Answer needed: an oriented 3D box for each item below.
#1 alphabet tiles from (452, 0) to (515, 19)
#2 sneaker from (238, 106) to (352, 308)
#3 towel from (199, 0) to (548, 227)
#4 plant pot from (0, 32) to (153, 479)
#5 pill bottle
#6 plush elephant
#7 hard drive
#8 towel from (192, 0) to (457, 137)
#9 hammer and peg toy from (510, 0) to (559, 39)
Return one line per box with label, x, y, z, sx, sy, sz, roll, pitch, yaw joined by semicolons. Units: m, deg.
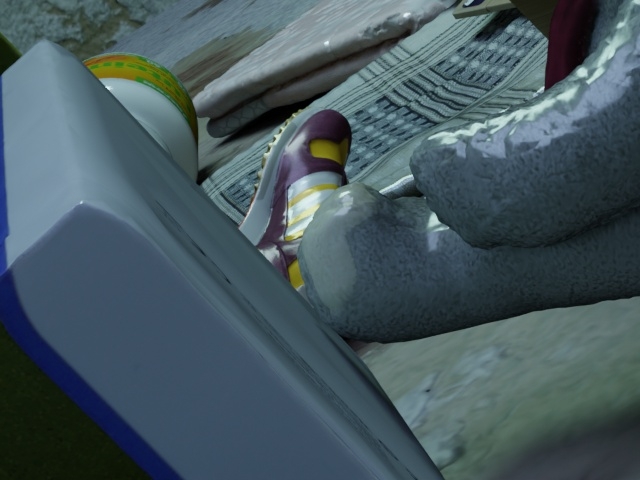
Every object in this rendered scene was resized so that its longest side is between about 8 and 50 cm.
alphabet tiles;0.171;-0.226;1.229;0.198;0.009;0.237;-51;24;-22
sneaker;0.000;0.000;0.957;0.083;0.070;0.185;12;47;15
towel;0.064;-0.083;1.159;0.324;0.056;0.312;-32;14;-4
plant pot;-0.246;0.082;0.736;0.353;0.366;0.366;-41;13;4
pill bottle;-0.167;-0.071;1.433;0.136;0.136;0.246;-31;14;4
plush elephant;0.142;-0.123;0.653;0.272;0.255;0.330;-24;11;-39
hard drive;-0.025;0.039;0.573;0.040;0.210;0.319;-42;17;1
towel;0.077;-0.217;1.597;0.317;0.053;0.332;-17;20;48
hammer and peg toy;0.225;-0.219;0.861;0.361;0.266;0.127;-20;61;26
